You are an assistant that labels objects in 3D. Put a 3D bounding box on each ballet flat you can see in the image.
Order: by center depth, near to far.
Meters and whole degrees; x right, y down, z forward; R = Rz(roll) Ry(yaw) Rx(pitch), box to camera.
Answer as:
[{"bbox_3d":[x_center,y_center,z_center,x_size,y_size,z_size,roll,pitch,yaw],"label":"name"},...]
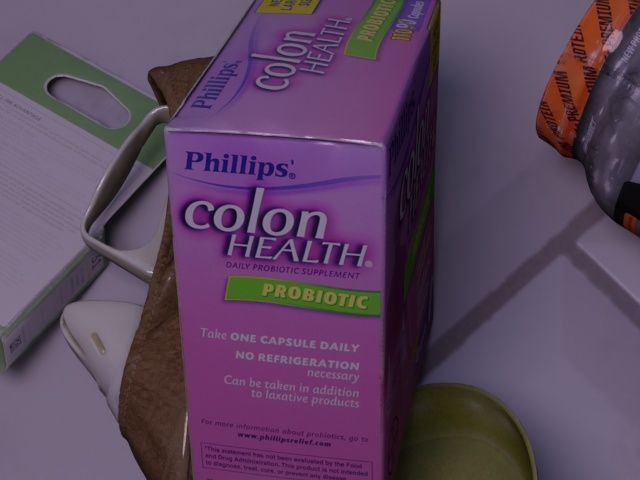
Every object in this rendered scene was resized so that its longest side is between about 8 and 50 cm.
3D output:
[{"bbox_3d":[-0.107,0.021,0.926,0.124,0.116,0.342,8,70,0],"label":"ballet flat"}]

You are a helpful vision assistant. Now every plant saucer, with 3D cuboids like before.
[{"bbox_3d":[0.043,0.198,0.827,0.241,0.037,0.241,-35,32,25],"label":"plant saucer"}]

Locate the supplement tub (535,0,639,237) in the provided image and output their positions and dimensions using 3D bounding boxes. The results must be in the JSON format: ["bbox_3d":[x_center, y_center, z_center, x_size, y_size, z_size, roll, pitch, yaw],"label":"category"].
[{"bbox_3d":[0.307,-0.048,0.850,0.316,0.193,0.193,35,79,17],"label":"supplement tub"}]

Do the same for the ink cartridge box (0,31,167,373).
[{"bbox_3d":[-0.224,-0.036,1.005,0.171,0.056,0.235,29,56,17],"label":"ink cartridge box"}]

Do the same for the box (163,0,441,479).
[{"bbox_3d":[0.000,0.000,0.814,0.117,0.243,0.213,4,30,11],"label":"box"}]
